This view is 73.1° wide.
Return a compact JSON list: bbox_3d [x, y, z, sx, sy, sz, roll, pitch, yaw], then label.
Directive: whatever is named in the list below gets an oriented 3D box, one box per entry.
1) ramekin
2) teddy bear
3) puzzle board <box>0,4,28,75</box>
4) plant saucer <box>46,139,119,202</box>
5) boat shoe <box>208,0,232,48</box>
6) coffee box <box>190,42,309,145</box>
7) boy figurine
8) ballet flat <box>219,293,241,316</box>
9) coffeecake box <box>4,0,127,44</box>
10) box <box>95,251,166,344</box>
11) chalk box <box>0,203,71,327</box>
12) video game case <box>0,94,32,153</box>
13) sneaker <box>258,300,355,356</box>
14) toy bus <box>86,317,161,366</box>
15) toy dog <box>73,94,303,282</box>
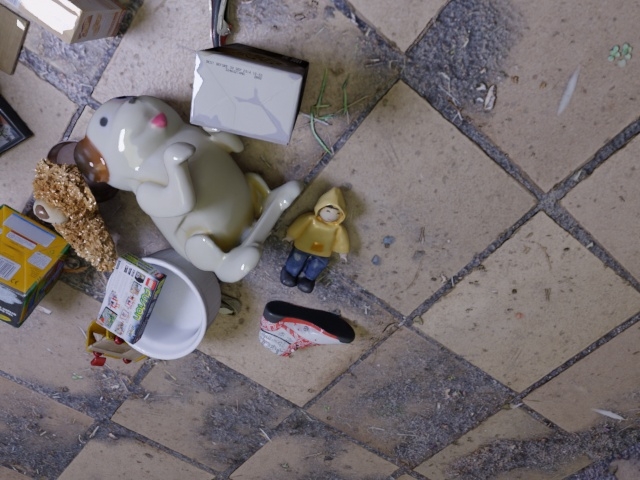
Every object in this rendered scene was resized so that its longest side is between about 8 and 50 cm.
[{"bbox_3d":[-0.397,0.155,1.128,0.276,0.135,0.278,4,109,12],"label":"ramekin"},{"bbox_3d":[-0.558,-0.036,0.984,0.113,0.338,0.245,-29,90,-26],"label":"teddy bear"},{"bbox_3d":[-0.679,-0.431,0.907,0.096,0.011,0.128,32,115,-14],"label":"puzzle board"},{"bbox_3d":[-0.556,-0.166,1.025,0.168,0.029,0.169,0,129,0],"label":"plant saucer"},{"bbox_3d":[-0.199,-0.439,0.869,0.043,0.049,0.137,2,115,-2],"label":"boat shoe"},{"bbox_3d":[-0.116,-0.285,0.809,0.167,0.297,0.119,12,116,-4],"label":"coffee box"},{"bbox_3d":[0.000,0.000,1.088,0.177,0.092,0.285,24,121,-8],"label":"boy figurine"},{"bbox_3d":[-0.304,0.169,1.212,0.168,0.052,0.057,19,119,-9],"label":"ballet flat"},{"bbox_3d":[-0.469,-0.442,0.794,0.142,0.186,0.068,33,115,-15],"label":"coffeecake box"},{"bbox_3d":[-0.461,0.143,1.046,0.114,0.036,0.207,31,112,2],"label":"box"},{"bbox_3d":[-0.782,0.085,1.086,0.180,0.179,0.289,34,135,-18],"label":"chalk box"},{"bbox_3d":[-0.844,-0.301,0.971,0.248,0.035,0.275,-23,116,14],"label":"video game case"},{"bbox_3d":[-0.046,0.274,1.245,0.269,0.090,0.145,17,120,-4],"label":"sneaker"},{"bbox_3d":[-0.567,0.283,1.253,0.190,0.105,0.202,-2,142,-20],"label":"toy bus"},{"bbox_3d":[-0.301,-0.140,0.942,0.408,0.285,0.395,45,151,-22],"label":"toy dog"}]
